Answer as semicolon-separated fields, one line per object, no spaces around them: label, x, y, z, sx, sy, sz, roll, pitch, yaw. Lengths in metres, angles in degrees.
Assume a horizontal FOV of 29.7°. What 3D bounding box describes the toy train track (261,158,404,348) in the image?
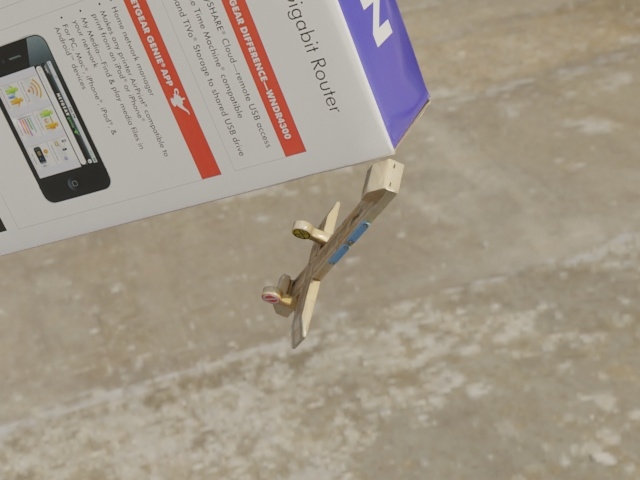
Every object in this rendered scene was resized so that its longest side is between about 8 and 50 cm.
toy train track;0.000;0.000;0.344;0.014;0.083;0.048;22;57;-12

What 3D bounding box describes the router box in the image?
router box;-0.140;-0.171;0.634;0.301;0.335;0.082;-12;21;25
